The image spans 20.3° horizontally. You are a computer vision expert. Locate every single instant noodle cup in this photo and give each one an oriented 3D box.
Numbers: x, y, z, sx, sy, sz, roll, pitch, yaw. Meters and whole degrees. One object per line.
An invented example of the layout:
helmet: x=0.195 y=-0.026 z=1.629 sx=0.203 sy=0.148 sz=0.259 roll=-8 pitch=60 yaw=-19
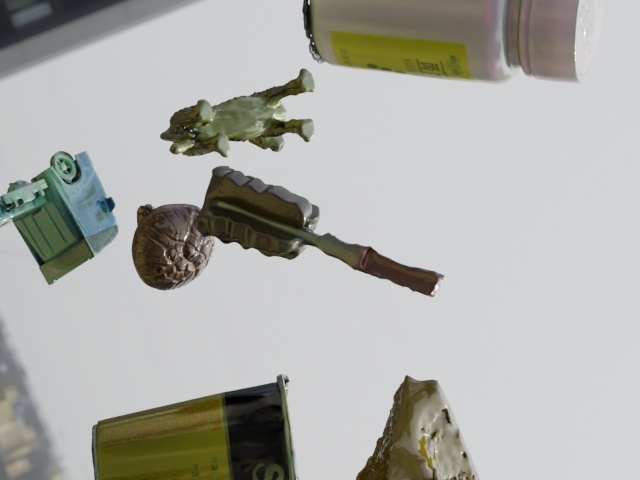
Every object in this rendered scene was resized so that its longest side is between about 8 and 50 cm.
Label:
instant noodle cup: x=-0.141 y=0.273 z=2.089 sx=0.215 sy=0.236 sz=0.216 roll=173 pitch=-90 yaw=-87

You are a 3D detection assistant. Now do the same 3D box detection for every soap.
soap: x=0.027 y=0.328 z=1.815 sx=0.169 sy=0.304 sz=0.339 roll=-76 pitch=147 yaw=-60

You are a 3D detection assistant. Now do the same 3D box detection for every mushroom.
mushroom: x=-0.179 y=0.005 z=2.181 sx=0.085 sy=0.126 sz=0.109 roll=-10 pitch=-89 yaw=39

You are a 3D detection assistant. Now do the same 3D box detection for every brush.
brush: x=0.000 y=0.000 z=1.941 sx=0.301 sy=0.084 sz=0.071 roll=20 pitch=-4 yaw=25

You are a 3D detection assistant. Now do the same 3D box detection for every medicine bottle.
medicine bottle: x=0.186 y=-0.327 z=2.460 sx=0.213 sy=0.378 sz=0.214 roll=8 pitch=90 yaw=-71

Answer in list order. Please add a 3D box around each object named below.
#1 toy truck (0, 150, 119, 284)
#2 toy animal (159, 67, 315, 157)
toy truck: x=-0.218 y=-0.002 z=1.254 sx=0.067 sy=0.175 sz=0.081 roll=-30 pitch=-91 yaw=38
toy animal: x=-0.095 y=-0.110 z=1.783 sx=0.136 sy=0.181 sz=0.073 roll=-10 pitch=-83 yaw=61
